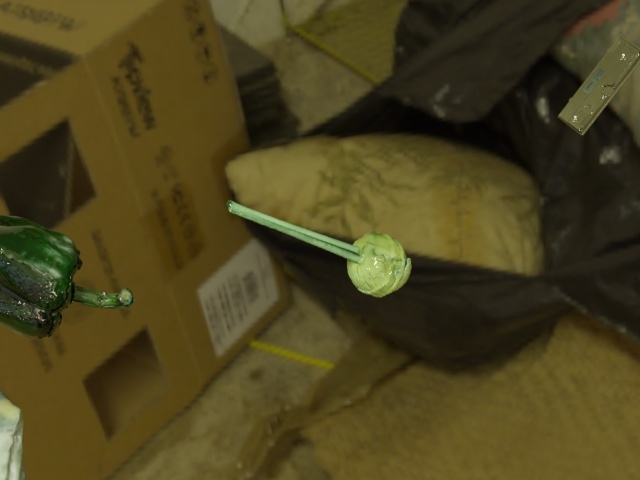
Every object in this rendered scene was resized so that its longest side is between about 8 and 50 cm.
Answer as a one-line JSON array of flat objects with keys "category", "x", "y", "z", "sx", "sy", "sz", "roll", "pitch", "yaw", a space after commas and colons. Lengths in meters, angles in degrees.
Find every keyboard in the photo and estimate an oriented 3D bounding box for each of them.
[{"category": "keyboard", "x": 0.357, "y": -0.197, "z": 1.589, "sx": 0.129, "sy": 0.015, "sz": 0.049, "roll": -54, "pitch": 46, "yaw": 12}]

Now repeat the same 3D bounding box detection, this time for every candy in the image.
[{"category": "candy", "x": 0.000, "y": 0.000, "z": 1.768, "sx": 0.092, "sy": 0.335, "sz": 0.093, "roll": 32, "pitch": 97, "yaw": 52}]

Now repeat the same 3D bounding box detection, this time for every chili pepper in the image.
[{"category": "chili pepper", "x": -0.418, "y": 0.066, "z": 1.884, "sx": 0.165, "sy": 0.261, "sz": 0.174, "roll": -62, "pitch": 16, "yaw": -8}]

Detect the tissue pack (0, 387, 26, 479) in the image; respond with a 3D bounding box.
[{"category": "tissue pack", "x": -0.284, "y": 0.105, "z": 0.593, "sx": 0.228, "sy": 0.128, "sz": 0.311, "roll": -14, "pitch": 21, "yaw": -26}]
